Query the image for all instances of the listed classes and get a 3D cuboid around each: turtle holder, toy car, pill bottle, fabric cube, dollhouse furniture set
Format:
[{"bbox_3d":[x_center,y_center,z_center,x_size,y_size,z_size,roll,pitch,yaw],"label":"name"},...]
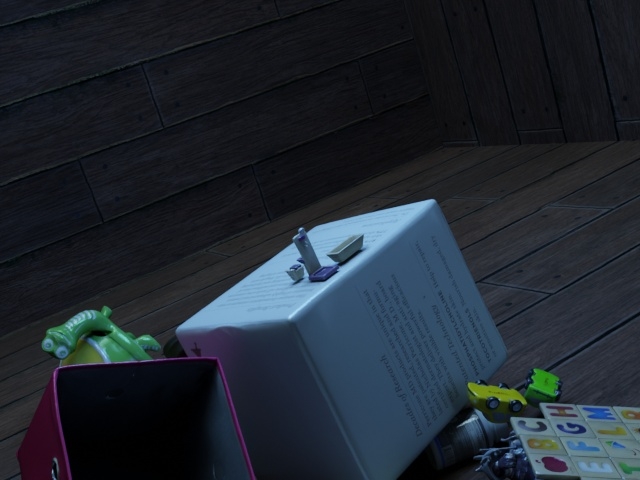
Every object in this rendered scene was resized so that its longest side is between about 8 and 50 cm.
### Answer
[{"bbox_3d":[-0.502,0.304,2.058,0.227,0.243,0.320,-50,-13,-19],"label":"turtle holder"},{"bbox_3d":[0.363,0.276,1.447,0.239,0.053,0.225,22,17,14],"label":"toy car"},{"bbox_3d":[0.243,0.327,1.469,0.137,0.078,0.078,-20,14,-9],"label":"pill bottle"},{"bbox_3d":[-0.274,0.345,1.255,0.259,0.254,0.258,2,-38,-33],"label":"fabric cube"},{"bbox_3d":[0.000,0.000,1.364,0.114,0.081,0.091,-36,17,-33],"label":"dollhouse furniture set"}]

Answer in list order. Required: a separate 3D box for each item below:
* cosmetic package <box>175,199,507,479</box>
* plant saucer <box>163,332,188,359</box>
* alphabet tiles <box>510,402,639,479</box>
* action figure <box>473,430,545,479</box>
[{"bbox_3d":[0.041,0.178,1.500,0.394,0.327,0.329,-37,16,-37],"label":"cosmetic package"},{"bbox_3d":[-0.250,0.252,2.160,0.278,0.041,0.278,-16,-26,-8],"label":"plant saucer"},{"bbox_3d":[0.455,0.298,1.227,0.342,0.011,0.285,3,15,0],"label":"alphabet tiles"},{"bbox_3d":[0.332,0.344,1.232,0.185,0.099,0.285,-5,18,-11],"label":"action figure"}]
